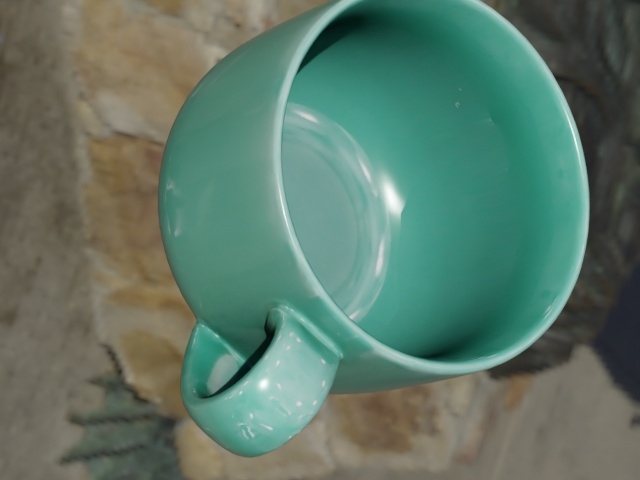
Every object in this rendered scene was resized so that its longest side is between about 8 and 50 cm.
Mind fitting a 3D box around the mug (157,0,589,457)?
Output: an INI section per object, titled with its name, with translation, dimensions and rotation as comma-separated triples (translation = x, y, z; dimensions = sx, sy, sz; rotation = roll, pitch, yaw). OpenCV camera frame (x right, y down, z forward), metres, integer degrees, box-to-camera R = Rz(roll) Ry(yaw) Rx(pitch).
[mug]
translation = 0.001, -0.009, 0.605
dimensions = 0.158, 0.097, 0.129
rotation = -18, 91, -37
